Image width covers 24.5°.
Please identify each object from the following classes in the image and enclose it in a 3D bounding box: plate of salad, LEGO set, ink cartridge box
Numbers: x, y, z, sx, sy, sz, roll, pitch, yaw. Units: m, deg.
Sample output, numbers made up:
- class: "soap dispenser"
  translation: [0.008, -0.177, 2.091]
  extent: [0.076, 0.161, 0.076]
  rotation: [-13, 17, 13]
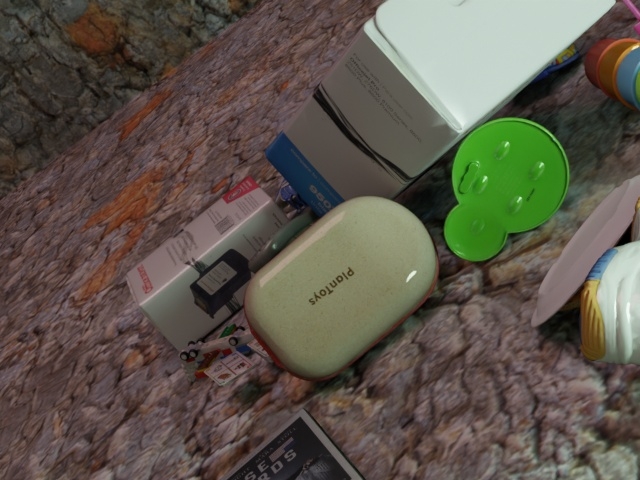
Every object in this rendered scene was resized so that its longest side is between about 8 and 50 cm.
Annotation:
- class: "plate of salad"
  translation: [0.273, 0.010, 1.425]
  extent: [0.200, 0.048, 0.200]
  rotation: [-53, -1, -2]
- class: "LEGO set"
  translation: [-0.079, 0.127, 1.875]
  extent: [0.182, 0.060, 0.244]
  rotation: [-31, 18, -15]
- class: "ink cartridge box"
  translation: [-0.149, 0.032, 2.096]
  extent: [0.237, 0.100, 0.172]
  rotation: [-39, 19, -2]
- class: "ink cartridge box"
  translation: [0.131, -0.193, 1.777]
  extent: [0.285, 0.166, 0.395]
  rotation: [-41, -2, -25]

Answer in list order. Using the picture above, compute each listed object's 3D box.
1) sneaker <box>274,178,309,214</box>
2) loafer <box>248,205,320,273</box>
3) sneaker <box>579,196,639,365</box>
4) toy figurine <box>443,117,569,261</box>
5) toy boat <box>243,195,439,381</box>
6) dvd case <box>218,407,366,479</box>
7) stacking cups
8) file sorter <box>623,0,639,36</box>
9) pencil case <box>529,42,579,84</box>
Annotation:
- class: "sneaker"
  translation: [-0.006, -0.072, 2.121]
  extent: [0.081, 0.080, 0.211]
  rotation: [-50, 11, -12]
- class: "loafer"
  translation: [0.000, 0.000, 1.941]
  extent: [0.251, 0.087, 0.094]
  rotation: [-41, -5, -47]
- class: "sneaker"
  translation: [0.328, 0.023, 1.279]
  extent: [0.131, 0.111, 0.296]
  rotation: [7, 35, 27]
- class: "toy figurine"
  translation: [0.207, -0.068, 1.707]
  extent: [0.173, 0.130, 0.159]
  rotation: [-60, 1, 13]
- class: "toy boat"
  translation: [0.030, 0.056, 1.704]
  extent: [0.231, 0.151, 0.151]
  rotation: [-39, -10, 0]
- class: "dvd case"
  translation: [-0.047, 0.270, 1.485]
  extent: [0.179, 0.029, 0.239]
  rotation: [-40, 20, -5]
- class: "stacking cups"
  translation: [0.375, -0.185, 1.634]
  extent: [0.096, 0.096, 0.316]
  rotation: [-38, 19, 2]
- class: "file sorter"
  translation: [0.458, -0.416, 1.724]
  extent: [0.291, 0.182, 0.202]
  rotation: [-39, 2, 38]
- class: "pencil case"
  translation: [0.228, -0.345, 1.934]
  extent: [0.119, 0.306, 0.133]
  rotation: [-22, 17, 23]
